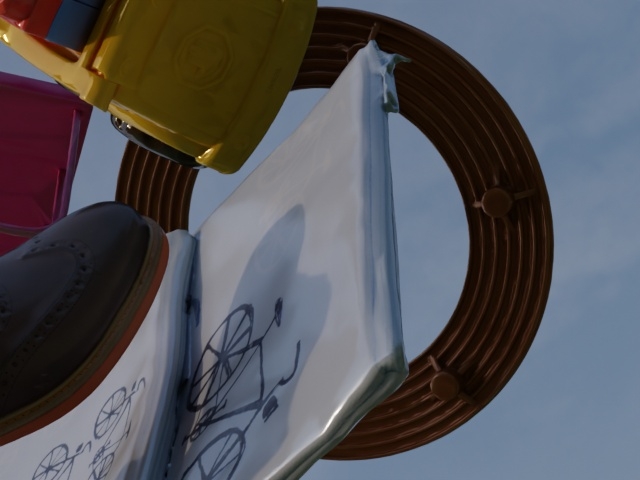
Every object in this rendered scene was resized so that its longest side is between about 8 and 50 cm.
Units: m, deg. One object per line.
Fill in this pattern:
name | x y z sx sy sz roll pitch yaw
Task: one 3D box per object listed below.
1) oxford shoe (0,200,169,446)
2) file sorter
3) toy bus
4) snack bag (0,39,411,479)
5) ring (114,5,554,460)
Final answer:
oxford shoe | -0.175 0.046 0.794 0.271 0.097 0.098 -42 -57 -37
file sorter | -0.322 0.019 1.440 0.202 0.182 0.290 12 -48 -12
toy bus | -0.148 -0.156 1.136 0.211 0.220 0.149 16 -77 -45
snack bag | -0.077 0.076 0.879 0.037 0.323 0.342 37 -65 -19
ring | 0.000 0.000 1.254 0.336 0.336 0.032 -52 -9 21
